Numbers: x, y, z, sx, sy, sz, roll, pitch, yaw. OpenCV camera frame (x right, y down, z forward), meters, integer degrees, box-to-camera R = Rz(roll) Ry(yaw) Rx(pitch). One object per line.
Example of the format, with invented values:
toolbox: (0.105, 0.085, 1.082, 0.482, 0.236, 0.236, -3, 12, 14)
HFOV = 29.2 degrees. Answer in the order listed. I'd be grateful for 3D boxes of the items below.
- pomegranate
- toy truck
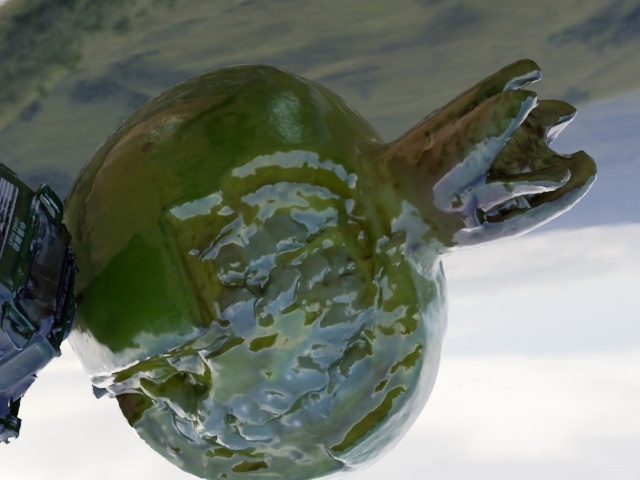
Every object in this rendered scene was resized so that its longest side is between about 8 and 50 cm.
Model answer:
pomegranate: (0.000, 0.000, 0.662, 0.302, 0.236, 0.236, -30, 177, 19)
toy truck: (-0.223, 0.058, 0.587, 0.259, 0.121, 0.088, -31, -142, 27)
